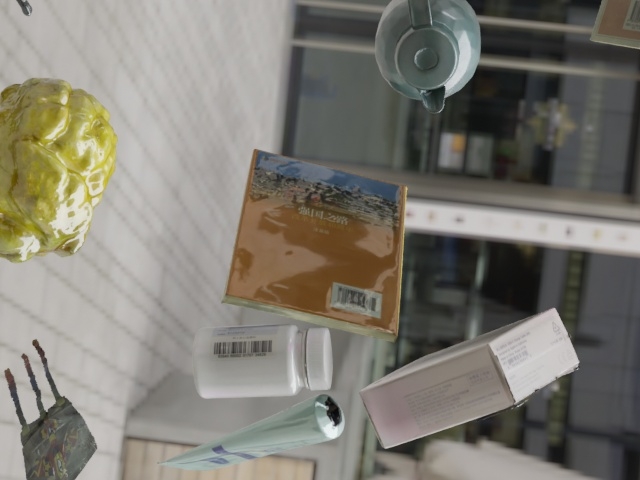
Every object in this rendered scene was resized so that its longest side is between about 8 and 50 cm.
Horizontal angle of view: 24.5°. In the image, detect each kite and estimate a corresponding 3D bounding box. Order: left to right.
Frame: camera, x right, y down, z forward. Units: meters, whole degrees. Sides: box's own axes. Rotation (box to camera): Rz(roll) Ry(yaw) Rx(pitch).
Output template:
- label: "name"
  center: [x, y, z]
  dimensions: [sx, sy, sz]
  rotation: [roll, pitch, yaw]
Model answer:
- label: "kite"
  center: [-0.383, 0.248, 2.047]
  dimensions: [0.015, 0.141, 0.245]
  rotation: [30, 24, -49]

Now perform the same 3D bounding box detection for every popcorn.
- label: "popcorn"
  center: [-0.321, -0.076, 1.543]
  dimensions: [0.226, 0.203, 0.200]
  rotation: [14, -90, 66]

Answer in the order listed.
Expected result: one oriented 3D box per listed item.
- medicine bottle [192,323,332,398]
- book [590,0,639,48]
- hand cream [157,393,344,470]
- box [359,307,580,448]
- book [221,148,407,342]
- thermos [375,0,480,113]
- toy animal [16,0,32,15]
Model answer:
- label: "medicine bottle"
  center: [-0.081, 0.170, 2.083]
  dimensions: [0.103, 0.187, 0.102]
  rotation: [-3, 90, -82]
- label: "book"
  center: [0.470, -0.381, 2.038]
  dimensions: [0.170, 0.018, 0.241]
  rotation: [22, -85, 53]
- label: "hand cream"
  center: [-0.098, 0.300, 2.228]
  dimensions: [0.109, 0.321, 0.067]
  rotation: [17, 59, -47]
- label: "box"
  center: [0.217, 0.201, 2.140]
  dimensions: [0.203, 0.252, 0.106]
  rotation: [-22, 86, -51]
- label: "book"
  center: [0.000, 0.000, 2.279]
  dimensions: [0.374, 0.262, 0.028]
  rotation: [-82, -173, -52]
- label: "thermos"
  center: [0.142, -0.274, 1.961]
  dimensions: [0.286, 0.145, 0.182]
  rotation: [-72, 153, -77]
- label: "toy animal"
  center: [-0.427, -0.391, 1.742]
  dimensions: [0.137, 0.082, 0.269]
  rotation: [46, -13, 39]
